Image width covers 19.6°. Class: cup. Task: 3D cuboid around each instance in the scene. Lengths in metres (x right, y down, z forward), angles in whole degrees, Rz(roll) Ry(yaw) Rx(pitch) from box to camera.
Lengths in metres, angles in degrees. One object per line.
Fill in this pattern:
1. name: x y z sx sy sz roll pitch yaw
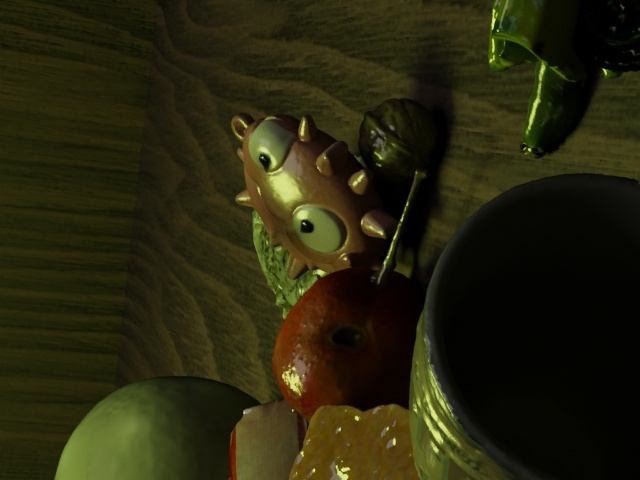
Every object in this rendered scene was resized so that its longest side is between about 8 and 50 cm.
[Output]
1. cup: 0.177 0.145 1.206 0.257 0.227 0.301 99 154 -62

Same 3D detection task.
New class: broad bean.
1. broad bean: 0.199 -0.197 1.484 0.098 0.056 0.318 -105 24 -52

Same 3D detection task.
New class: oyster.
1. oyster: 0.000 0.000 2.082 0.268 0.112 0.198 -19 87 65

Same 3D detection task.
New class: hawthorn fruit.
1. hawthorn fruit: 0.049 0.050 1.786 0.165 0.165 0.285 -121 46 -66

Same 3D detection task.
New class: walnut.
1. walnut: 0.078 -0.101 1.854 0.092 0.092 0.092 -174 90 -75

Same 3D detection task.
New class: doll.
1. doll: 0.000 -0.034 1.896 0.262 0.093 0.211 52 147 4

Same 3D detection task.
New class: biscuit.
1. biscuit: 0.050 0.280 1.635 0.376 0.051 0.269 -2 73 51

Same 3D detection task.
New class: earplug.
1. earplug: -0.164 0.360 2.159 0.312 0.313 0.394 123 153 -59

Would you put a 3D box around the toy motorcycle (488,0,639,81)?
1. toy motorcycle: 0.176 -0.288 1.343 0.206 0.142 0.342 9 102 33

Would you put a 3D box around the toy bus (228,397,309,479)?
1. toy bus: -0.011 0.293 1.854 0.127 0.147 0.302 -26 48 23
